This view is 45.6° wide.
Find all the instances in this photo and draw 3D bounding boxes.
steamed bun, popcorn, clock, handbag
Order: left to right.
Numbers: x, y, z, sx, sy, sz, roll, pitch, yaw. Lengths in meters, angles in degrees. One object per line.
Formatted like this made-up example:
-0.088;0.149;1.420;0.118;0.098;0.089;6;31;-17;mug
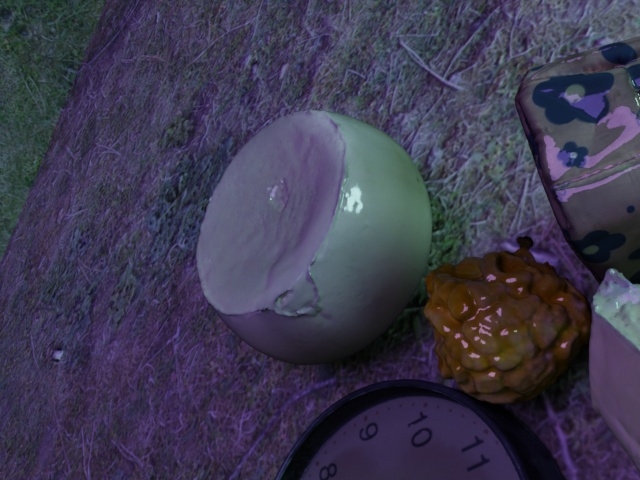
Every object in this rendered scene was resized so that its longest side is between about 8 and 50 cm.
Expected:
0.000;0.000;0.978;0.324;0.206;0.324;-28;48;35;steamed bun
0.079;0.331;0.789;0.386;0.076;0.386;-26;50;35;clock
0.188;0.079;0.780;0.180;0.180;0.170;28;102;51;popcorn
0.308;-0.065;0.674;0.193;0.251;0.190;-23;57;24;handbag
0.322;0.116;0.593;0.170;0.200;0.225;-21;41;-11;steamed bun
